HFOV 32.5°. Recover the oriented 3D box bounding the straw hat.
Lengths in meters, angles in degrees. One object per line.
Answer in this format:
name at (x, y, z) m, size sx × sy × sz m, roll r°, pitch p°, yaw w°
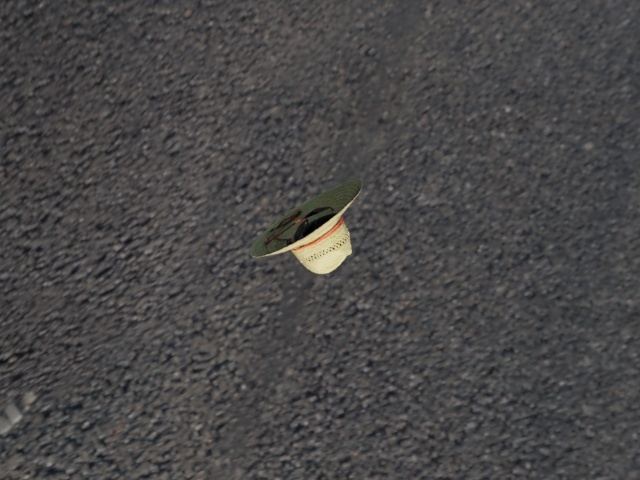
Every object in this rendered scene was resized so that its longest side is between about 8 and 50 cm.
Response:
straw hat at (0.000, 0.000, 1.147) m, size 0.144 × 0.144 × 0.061 m, roll -44°, pitch 108°, yaw -38°
